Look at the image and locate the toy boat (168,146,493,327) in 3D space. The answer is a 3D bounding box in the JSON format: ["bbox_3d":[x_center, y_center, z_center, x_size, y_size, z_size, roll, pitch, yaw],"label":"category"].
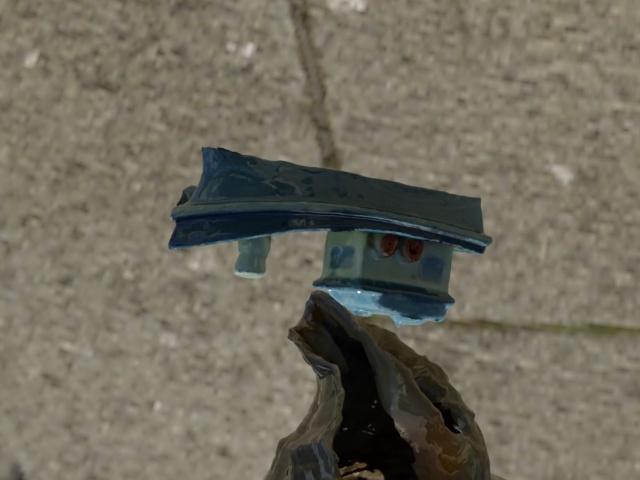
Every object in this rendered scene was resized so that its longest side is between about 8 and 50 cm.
[{"bbox_3d":[0.000,0.000,1.226,0.238,0.098,0.109,10,177,-37],"label":"toy boat"}]

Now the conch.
[{"bbox_3d":[0.031,0.118,0.660,0.130,0.155,0.207,-12,115,-2],"label":"conch"}]
